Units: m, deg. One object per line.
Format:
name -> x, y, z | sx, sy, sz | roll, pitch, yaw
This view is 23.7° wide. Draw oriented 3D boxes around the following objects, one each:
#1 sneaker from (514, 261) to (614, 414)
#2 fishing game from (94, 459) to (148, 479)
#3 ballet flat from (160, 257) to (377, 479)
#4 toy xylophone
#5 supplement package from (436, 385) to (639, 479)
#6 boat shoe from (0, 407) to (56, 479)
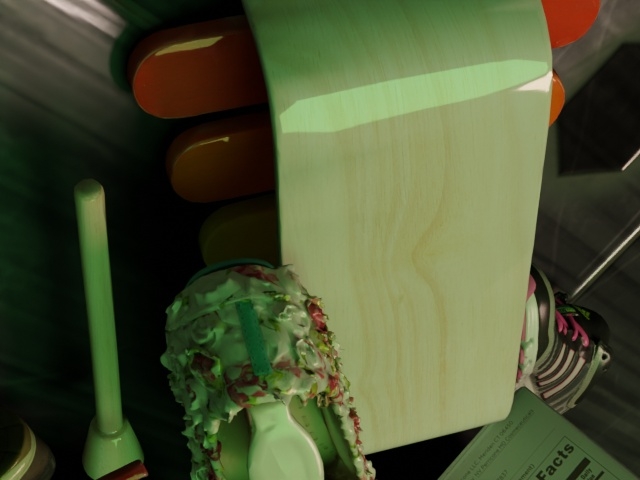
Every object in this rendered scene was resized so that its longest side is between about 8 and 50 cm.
sneaker -> 0.126, 0.051, 0.860 | 0.075, 0.063, 0.170 | -31, 147, -9
fishing game -> -0.141, 0.192, 0.753 | 0.189, 0.041, 0.264 | -24, 156, -15
ballet flat -> -0.017, 0.106, 0.668 | 0.091, 0.077, 0.241 | -20, 138, -1
toy xylophone -> 0.000, 0.000, 0.684 | 0.236, 0.081, 0.322 | -6, 135, -17
supplement package -> 0.097, 0.235, 0.863 | 0.204, 0.145, 0.262 | -46, 161, -14
boat shoe -> -0.185, 0.143, 0.705 | 0.152, 0.056, 0.049 | -39, 137, 0
